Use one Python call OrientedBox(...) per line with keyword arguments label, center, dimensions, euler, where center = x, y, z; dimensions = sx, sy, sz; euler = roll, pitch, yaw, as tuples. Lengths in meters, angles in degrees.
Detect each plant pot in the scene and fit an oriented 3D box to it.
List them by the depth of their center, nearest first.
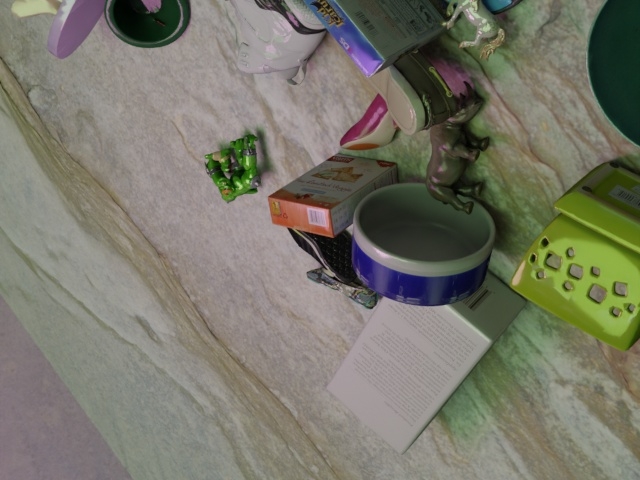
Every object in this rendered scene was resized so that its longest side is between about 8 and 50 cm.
OrientedBox(label="plant pot", center=(0.552, -0.278, 1.365), dimensions=(0.290, 0.195, 0.290), euler=(22, 130, 29))
OrientedBox(label="plant pot", center=(0.485, 0.011, 1.603), dimensions=(0.228, 0.227, 0.207), euler=(32, 128, 23))

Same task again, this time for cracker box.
OrientedBox(label="cracker box", center=(0.029, -0.095, 1.923), dimensions=(0.156, 0.232, 0.067), euler=(12, 123, 36))

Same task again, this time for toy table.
OrientedBox(label="toy table", center=(-0.582, -0.567, 2.163), dimensions=(0.161, 0.252, 0.274), euler=(38, 104, 1))

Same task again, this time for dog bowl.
OrientedBox(label="dog bowl", center=(0.191, 0.003, 1.820), dimensions=(0.265, 0.265, 0.104), euler=(26, 132, 27))

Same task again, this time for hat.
OrientedBox(label="hat", center=(-0.396, -0.547, 2.161), dimensions=(0.209, 0.183, 0.173), euler=(-1, 129, -4))

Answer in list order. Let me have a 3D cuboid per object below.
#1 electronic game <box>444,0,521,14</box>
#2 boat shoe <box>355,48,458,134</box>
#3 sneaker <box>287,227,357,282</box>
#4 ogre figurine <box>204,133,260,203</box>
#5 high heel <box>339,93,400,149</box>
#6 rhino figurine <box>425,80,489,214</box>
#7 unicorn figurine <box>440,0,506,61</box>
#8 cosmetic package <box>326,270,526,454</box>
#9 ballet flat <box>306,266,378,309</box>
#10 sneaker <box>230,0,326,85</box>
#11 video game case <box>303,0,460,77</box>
OrientedBox(label="electronic game", center=(0.261, -0.485, 1.598), dimensions=(0.229, 0.048, 0.229), euler=(22, 129, 30))
OrientedBox(label="boat shoe", center=(0.135, -0.329, 1.744), dimensions=(0.116, 0.097, 0.324), euler=(94, 152, -54))
OrientedBox(label="sneaker", center=(0.000, 0.000, 2.146), dimensions=(0.234, 0.084, 0.097), euler=(49, 162, 6))
OrientedBox(label="ogre figurine", center=(-0.191, -0.159, 2.187), dimensions=(0.197, 0.097, 0.118), euler=(-21, 84, 32))
OrientedBox(label="high heel", center=(0.110, -0.253, 1.885), dimensions=(0.244, 0.082, 0.117), euler=(-24, 67, 61))
OrientedBox(label="rhino figurine", center=(0.251, -0.176, 1.789), dimensions=(0.106, 0.073, 0.243), euler=(16, 116, 27))
OrientedBox(label="unicorn figurine", center=(0.252, -0.384, 1.621), dimensions=(0.162, 0.060, 0.111), euler=(36, 145, -14))
OrientedBox(label="cosmetic package", center=(0.210, 0.227, 2.026), dimensions=(0.230, 0.161, 0.453), euler=(41, 136, 12))
OrientedBox(label="ballet flat", center=(0.054, 0.089, 2.159), dimensions=(0.188, 0.070, 0.070), euler=(25, 131, 26))
OrientedBox(label="sneaker", center=(-0.144, -0.462, 1.904), dimensions=(0.366, 0.137, 0.210), euler=(36, 132, 14))
OrientedBox(label="video game case", center=(0.079, -0.432, 1.648), dimensions=(0.269, 0.244, 0.061), euler=(51, 139, 3))
